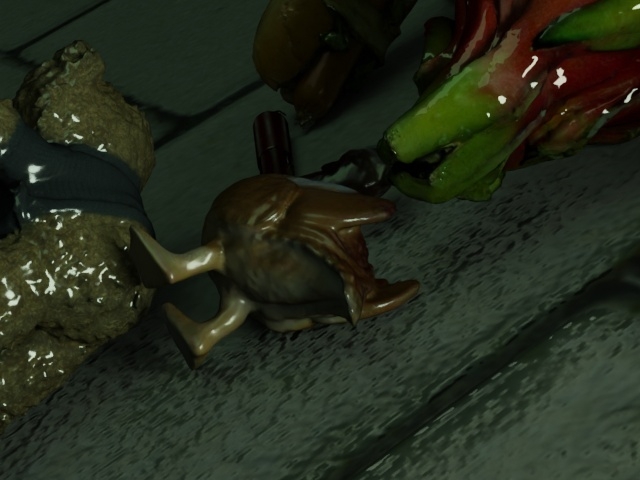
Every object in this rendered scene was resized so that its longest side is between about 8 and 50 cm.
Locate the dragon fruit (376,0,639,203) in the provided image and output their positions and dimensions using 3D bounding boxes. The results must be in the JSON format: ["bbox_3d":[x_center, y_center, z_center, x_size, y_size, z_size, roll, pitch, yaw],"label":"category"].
[{"bbox_3d":[0.135,-0.124,0.760,0.269,0.198,0.200,-45,-6,2],"label":"dragon fruit"}]

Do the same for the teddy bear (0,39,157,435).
[{"bbox_3d":[-0.151,0.007,0.765,0.129,0.182,0.251,13,59,11],"label":"teddy bear"}]

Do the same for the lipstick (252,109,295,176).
[{"bbox_3d":[-0.028,-0.040,0.889,0.027,0.027,0.176,-22,28,6],"label":"lipstick"}]

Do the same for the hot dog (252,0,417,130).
[{"bbox_3d":[0.038,-0.203,0.982,0.072,0.109,0.269,25,86,44],"label":"hot dog"}]

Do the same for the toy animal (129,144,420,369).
[{"bbox_3d":[0.000,0.000,0.728,0.179,0.089,0.188,-29,26,-24],"label":"toy animal"}]
